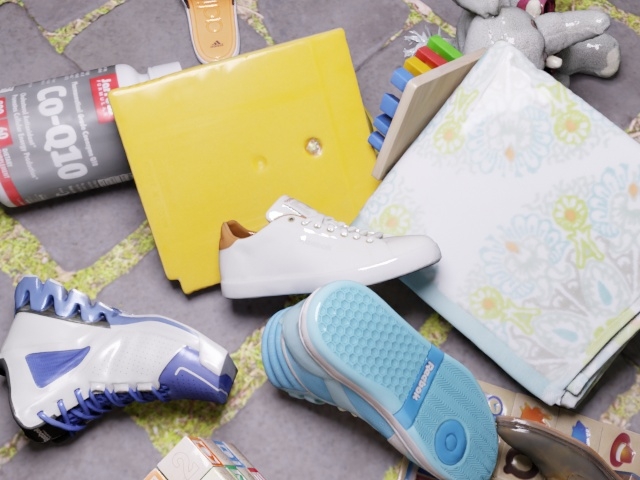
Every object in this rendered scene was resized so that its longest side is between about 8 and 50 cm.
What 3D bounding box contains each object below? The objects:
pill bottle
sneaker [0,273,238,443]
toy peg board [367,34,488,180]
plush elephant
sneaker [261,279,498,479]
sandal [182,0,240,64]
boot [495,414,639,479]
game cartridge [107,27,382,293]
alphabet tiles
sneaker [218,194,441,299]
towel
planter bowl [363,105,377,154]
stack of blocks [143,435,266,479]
[{"bbox_3d":[-0.319,-0.155,1.082,0.283,0.161,0.161,-15,65,-8],"label":"pill bottle"},{"bbox_3d":[-0.269,0.175,0.952,0.315,0.127,0.182,16,68,14],"label":"sneaker"},{"bbox_3d":[0.124,-0.185,1.030,0.160,0.161,0.079,-29,63,-36],"label":"toy peg board"},{"bbox_3d":[0.286,-0.293,1.102,0.329,0.272,0.255,-19,23,4],"label":"plush elephant"},{"bbox_3d":[0.061,0.181,0.951,0.319,0.208,0.127,48,59,-14],"label":"sneaker"},{"bbox_3d":[-0.180,-0.405,1.259,0.101,0.076,0.265,-12,64,-8],"label":"sandal"},{"bbox_3d":[0.286,0.292,0.898,0.219,0.082,0.106,29,71,-2],"label":"boot"},{"bbox_3d":[-0.087,-0.106,1.043,0.323,0.052,0.286,-17,103,-9],"label":"game cartridge"},{"bbox_3d":[0.260,0.335,0.938,0.342,0.011,0.285,18,64,8],"label":"alphabet tiles"},{"bbox_3d":[0.000,0.000,0.955,0.290,0.106,0.123,-7,94,18],"label":"sneaker"},{"bbox_3d":[0.267,-0.015,0.981,0.374,0.090,0.321,41,101,9],"label":"towel"},{"bbox_3d":[-0.019,-0.173,1.140,0.217,0.090,0.217,0,63,-1],"label":"planter bowl"},{"bbox_3d":[-0.047,0.343,0.803,0.297,0.171,0.087,42,84,19],"label":"stack of blocks"}]
